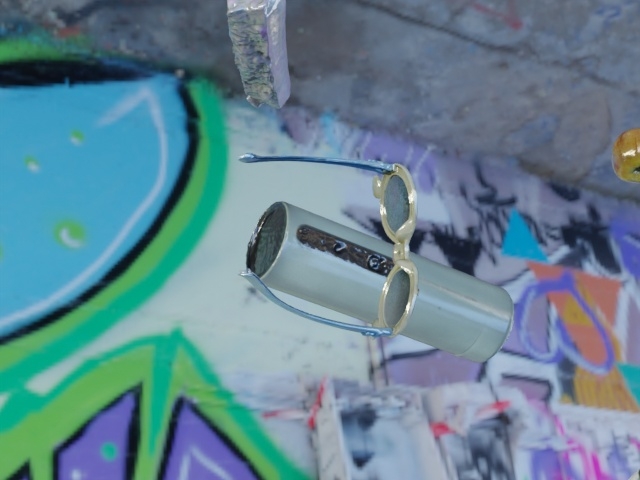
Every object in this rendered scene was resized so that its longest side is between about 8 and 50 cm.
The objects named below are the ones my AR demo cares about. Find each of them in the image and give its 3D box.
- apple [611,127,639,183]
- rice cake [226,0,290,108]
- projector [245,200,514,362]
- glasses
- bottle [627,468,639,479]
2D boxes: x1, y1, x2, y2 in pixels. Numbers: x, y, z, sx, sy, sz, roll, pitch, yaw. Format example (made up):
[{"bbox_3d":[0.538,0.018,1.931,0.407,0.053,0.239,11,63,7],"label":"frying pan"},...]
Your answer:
[{"bbox_3d":[0.481,-0.128,1.682,0.084,0.071,0.084,-2,145,-1],"label":"apple"},{"bbox_3d":[-0.055,-0.183,1.062,0.049,0.055,0.270,13,168,3],"label":"rice cake"},{"bbox_3d":[0.078,0.055,1.389,0.337,0.108,0.108,21,144,-22],"label":"projector"},{"bbox_3d":[0.020,-0.005,1.118,0.088,0.189,0.220,-10,162,41],"label":"glasses"},{"bbox_3d":[0.189,0.210,0.716,0.079,0.096,0.253,24,114,-41],"label":"bottle"}]
